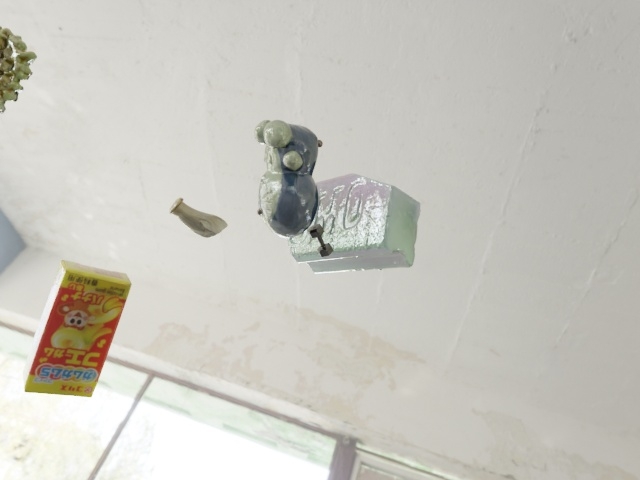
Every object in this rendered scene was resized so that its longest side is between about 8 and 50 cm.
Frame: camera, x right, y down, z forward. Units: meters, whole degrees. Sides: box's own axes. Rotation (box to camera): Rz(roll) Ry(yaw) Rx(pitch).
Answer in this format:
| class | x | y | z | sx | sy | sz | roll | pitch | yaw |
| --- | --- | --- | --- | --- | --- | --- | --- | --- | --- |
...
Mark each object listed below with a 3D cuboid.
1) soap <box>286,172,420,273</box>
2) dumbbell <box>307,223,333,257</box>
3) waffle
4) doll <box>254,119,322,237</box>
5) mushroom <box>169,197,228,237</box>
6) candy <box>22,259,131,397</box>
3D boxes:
| class | x | y | z | sx | sy | sz | roll | pitch | yaw |
| --- | --- | --- | --- | --- | --- | --- | --- | --- | --- |
| soap | 0.065 | -0.047 | 1.400 | 0.446 | 0.261 | 0.156 | -8 | -25 | 44 |
| dumbbell | 0.000 | 0.000 | 1.160 | 0.036 | 0.040 | 0.083 | 8 | -47 | 45 |
| waffle | -0.756 | -0.380 | 1.089 | 0.204 | 0.223 | 0.054 | 40 | -1 | 20 |
| doll | -0.082 | -0.137 | 1.086 | 0.154 | 0.259 | 0.228 | 6 | 9 | -22 |
| mushroom | -0.525 | -0.086 | 2.041 | 0.247 | 0.096 | 0.108 | 29 | -69 | -11 |
| candy | -0.531 | 0.194 | 1.046 | 0.146 | 0.276 | 0.088 | 21 | 2 | -35 |
